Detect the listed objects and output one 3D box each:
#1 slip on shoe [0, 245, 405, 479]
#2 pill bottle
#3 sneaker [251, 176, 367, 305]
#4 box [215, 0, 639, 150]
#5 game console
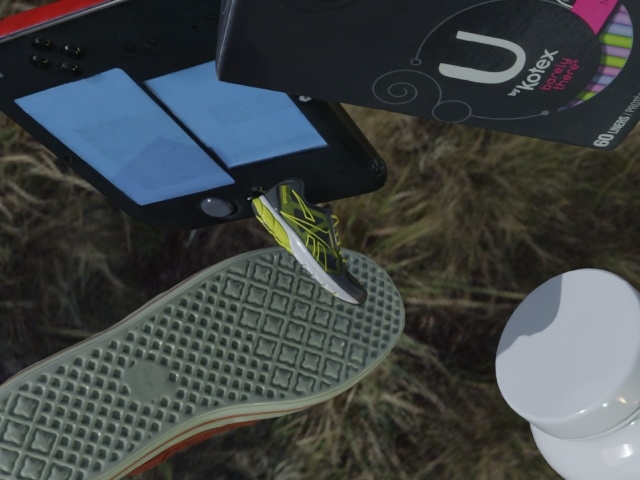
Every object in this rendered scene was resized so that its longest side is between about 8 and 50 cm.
[{"bbox_3d":[-0.088,0.093,0.721,0.331,0.101,0.123,-24,81,-24],"label":"slip on shoe"},{"bbox_3d":[0.313,0.166,0.915,0.334,0.187,0.188,36,56,-33],"label":"pill bottle"},{"bbox_3d":[0.000,0.000,0.551,0.035,0.031,0.083,-43,93,-3],"label":"sneaker"},{"bbox_3d":[0.084,-0.174,0.603,0.270,0.165,0.143,8,58,-10],"label":"box"},{"bbox_3d":[-0.151,-0.133,1.102,0.341,0.386,0.060,-6,59,28],"label":"game console"}]
